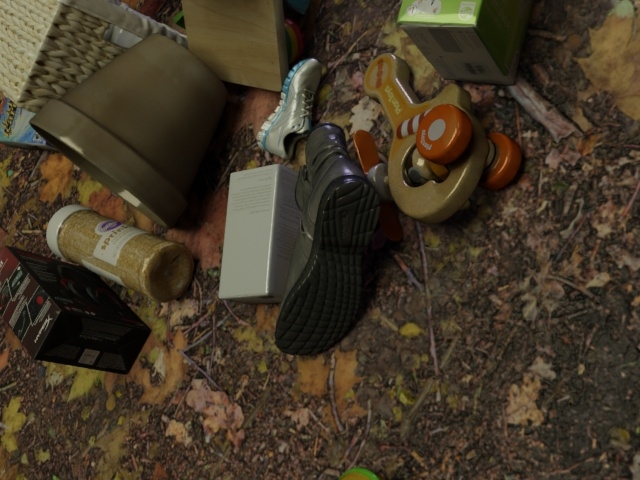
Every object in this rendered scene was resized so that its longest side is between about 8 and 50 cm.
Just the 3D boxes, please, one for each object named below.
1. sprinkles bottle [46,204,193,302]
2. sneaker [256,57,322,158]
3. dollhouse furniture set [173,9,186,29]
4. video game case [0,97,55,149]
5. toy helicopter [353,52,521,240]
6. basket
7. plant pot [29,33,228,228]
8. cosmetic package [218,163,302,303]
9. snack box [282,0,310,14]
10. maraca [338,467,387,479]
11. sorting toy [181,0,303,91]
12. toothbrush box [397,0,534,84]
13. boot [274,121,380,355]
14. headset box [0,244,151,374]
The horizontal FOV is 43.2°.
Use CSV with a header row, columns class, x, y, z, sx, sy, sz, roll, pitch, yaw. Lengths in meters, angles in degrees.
class,x,y,z,sx,sy,sz,roll,pitch,yaw
sprinkles bottle,-0.404,0.021,1.606,0.355,0.121,0.121,18,87,40
sneaker,-0.035,-0.229,1.436,0.083,0.071,0.190,37,108,33
dollhouse furniture set,-0.298,-0.518,1.726,0.058,0.076,0.151,-41,55,20
video game case,-0.687,-0.359,1.995,0.244,0.061,0.269,9,81,41
toy helicopter,0.135,-0.162,1.257,0.235,0.140,0.355,-48,41,27
basket,-0.509,-0.402,1.699,0.331,0.328,0.266,34,102,40
plant pot,-0.334,-0.227,1.537,0.323,0.323,0.280,26,77,41
cosmetic package,-0.099,-0.008,1.398,0.117,0.085,0.231,-6,74,37
snack box,-0.050,-0.607,1.566,0.187,0.060,0.322,23,90,39
maraca,0.053,0.397,1.138,0.127,0.099,0.185,59,138,32
sorting toy,-0.142,-0.427,1.498,0.257,0.089,0.255,19,125,39
toothbrush box,0.232,-0.397,1.167,0.122,0.206,0.283,10,81,29
boot,0.000,0.000,1.301,0.222,0.118,0.338,-111,38,-56
headset box,-0.508,0.129,1.590,0.293,0.218,0.110,35,97,40
